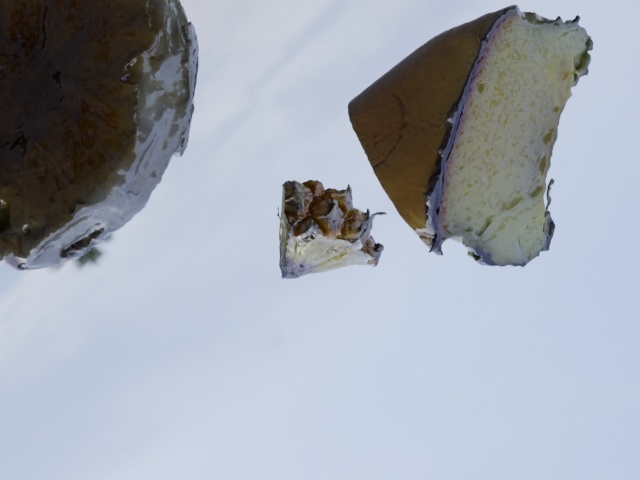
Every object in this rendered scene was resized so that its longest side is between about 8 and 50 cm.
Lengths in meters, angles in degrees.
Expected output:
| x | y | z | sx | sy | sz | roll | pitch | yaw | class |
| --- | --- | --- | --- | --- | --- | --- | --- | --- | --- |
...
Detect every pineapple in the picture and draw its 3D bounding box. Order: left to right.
| x | y | z | sx | sy | sz | roll | pitch | yaw | class |
| --- | --- | --- | --- | --- | --- | --- | --- | --- | --- |
| 0.000 | 0.000 | 1.564 | 0.116 | 0.137 | 0.069 | -36 | -138 | 30 | pineapple |

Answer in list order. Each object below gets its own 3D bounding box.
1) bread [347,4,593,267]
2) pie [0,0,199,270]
| x | y | z | sx | sy | sz | roll | pitch | yaw | class |
| --- | --- | --- | --- | --- | --- | --- | --- | --- | --- |
| 0.126 | -0.070 | 1.132 | 0.169 | 0.140 | 0.160 | -34 | -123 | 41 | bread |
| -0.149 | -0.083 | 0.802 | 0.195 | 0.195 | 0.046 | -41 | 153 | 6 | pie |
